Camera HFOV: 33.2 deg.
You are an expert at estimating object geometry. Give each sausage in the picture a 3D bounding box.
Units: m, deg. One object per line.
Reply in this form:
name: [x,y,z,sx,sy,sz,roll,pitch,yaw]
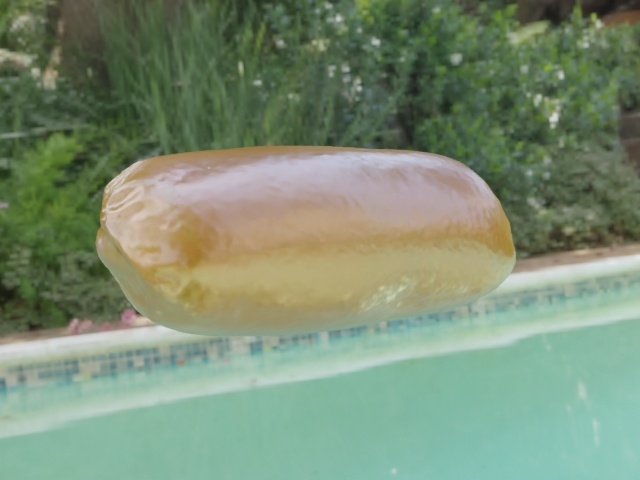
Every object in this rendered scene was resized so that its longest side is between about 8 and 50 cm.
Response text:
sausage: [0.000,0.000,0.539,0.238,0.098,0.098,-2,-2,-38]
